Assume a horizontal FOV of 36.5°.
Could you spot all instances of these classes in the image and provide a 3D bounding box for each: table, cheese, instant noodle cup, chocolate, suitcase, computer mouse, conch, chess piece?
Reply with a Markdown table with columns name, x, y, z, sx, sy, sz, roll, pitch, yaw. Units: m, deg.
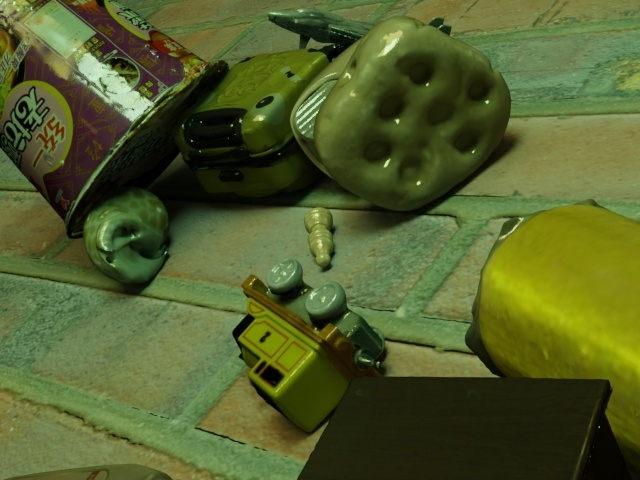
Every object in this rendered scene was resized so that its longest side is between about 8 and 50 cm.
| name | x | y | z | sx | sy | sz | roll | pitch | yaw |
| --- | --- | --- | --- | --- | --- | --- | --- | --- | --- |
| table | 0.094 | 0.203 | 0.564 | 0.169 | 0.193 | 0.172 | -5 | 36 | 37 |
| cheese | 0.100 | -0.150 | 1.111 | 0.235 | 0.218 | 0.117 | -14 | 28 | -19 |
| instant noodle cup | -0.332 | -0.211 | 1.376 | 0.340 | 0.266 | 0.340 | -47 | -1 | -1 |
| chocolate | 0.235 | 0.100 | 0.564 | 0.162 | 0.162 | 0.445 | -31 | 19 | -4 |
| suitcase | -0.066 | -0.159 | 1.331 | 0.193 | 0.143 | 0.235 | 1 | 40 | 41 |
| computer mouse | 0.066 | -0.178 | 1.243 | 0.236 | 0.145 | 0.082 | -44 | 10 | -29 |
| conch | -0.261 | -0.010 | 1.301 | 0.106 | 0.116 | 0.173 | -34 | 36 | 36 |
| chess piece | 0.000 | 0.000 | 1.136 | 0.035 | 0.035 | 0.092 | -23 | 33 | 11 |

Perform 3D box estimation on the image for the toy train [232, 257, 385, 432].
| name | x | y | z | sx | sy | sz | roll | pitch | yaw |
| --- | --- | --- | --- | --- | --- | --- | --- | --- | --- |
| toy train | -0.022 | 0.099 | 0.943 | 0.127 | 0.089 | 0.219 | -47 | 33 | -11 |

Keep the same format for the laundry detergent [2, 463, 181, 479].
| name | x | y | z | sx | sy | sz | roll | pitch | yaw |
| --- | --- | --- | --- | --- | --- | --- | --- | --- | --- |
| laundry detergent | -0.211 | 0.275 | 0.844 | 0.237 | 0.076 | 0.171 | -11 | 35 | 25 |

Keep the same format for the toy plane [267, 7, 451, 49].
| name | x | y | z | sx | sy | sz | roll | pitch | yaw |
| --- | --- | --- | --- | --- | --- | --- | --- | --- | --- |
| toy plane | 0.053 | -0.283 | 1.395 | 0.267 | 0.088 | 0.212 | 2 | 27 | -11 |
